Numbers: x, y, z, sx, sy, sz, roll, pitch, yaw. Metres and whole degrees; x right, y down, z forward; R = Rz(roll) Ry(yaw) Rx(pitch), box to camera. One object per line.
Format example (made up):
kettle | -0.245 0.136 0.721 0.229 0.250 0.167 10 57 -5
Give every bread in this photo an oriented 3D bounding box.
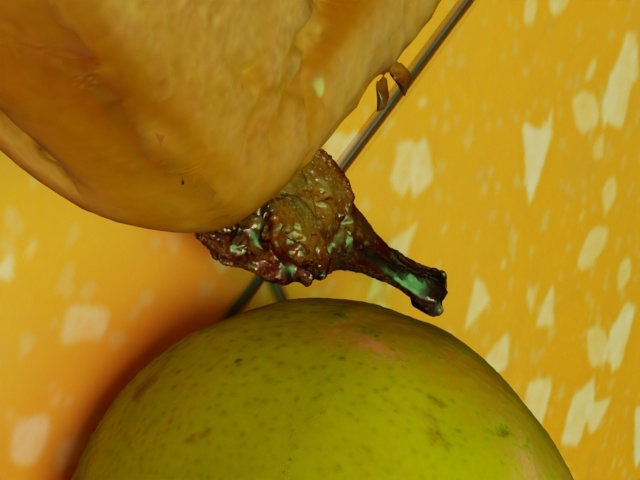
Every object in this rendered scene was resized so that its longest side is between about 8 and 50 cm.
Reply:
bread | -0.041 -0.196 0.430 0.337 0.148 0.328 -57 147 -31

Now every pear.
pear | 0.007 0.106 0.595 0.219 0.187 0.187 -57 145 -51

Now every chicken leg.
chicken leg | -0.002 -0.004 0.643 0.037 0.062 0.145 -44 154 20
